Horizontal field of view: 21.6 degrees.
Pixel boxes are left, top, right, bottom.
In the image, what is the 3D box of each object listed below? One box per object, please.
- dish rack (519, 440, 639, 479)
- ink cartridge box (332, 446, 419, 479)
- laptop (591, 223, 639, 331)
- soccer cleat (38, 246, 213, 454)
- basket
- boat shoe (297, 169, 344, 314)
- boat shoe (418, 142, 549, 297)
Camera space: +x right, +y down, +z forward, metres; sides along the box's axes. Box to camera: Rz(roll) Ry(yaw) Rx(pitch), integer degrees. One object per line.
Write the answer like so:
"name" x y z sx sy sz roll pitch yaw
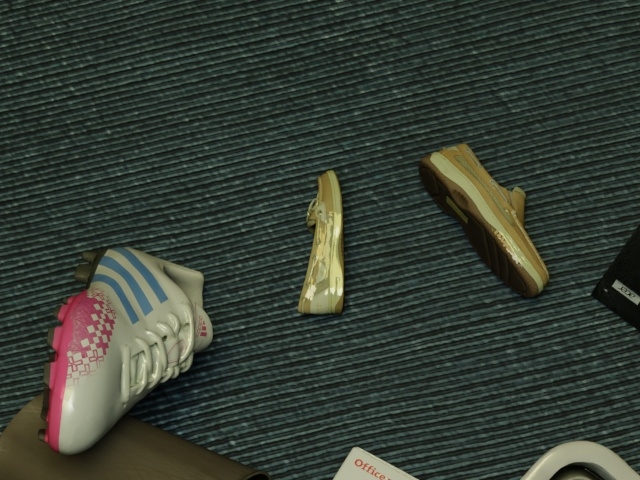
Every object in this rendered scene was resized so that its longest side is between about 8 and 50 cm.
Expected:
"dish rack" 0.212 0.375 1.477 0.285 0.072 0.333 44 77 0
"ink cartridge box" 0.040 0.270 1.586 0.088 0.052 0.122 28 74 17
"laptop" 0.451 0.015 1.668 0.234 0.136 0.264 38 51 19
"soccer cleat" -0.175 0.094 1.574 0.143 0.116 0.331 8 24 -2
"basket" -0.189 0.249 1.572 0.227 0.154 0.204 29 99 23
"boat shoe" 0.000 0.001 1.706 0.048 0.056 0.153 -1 74 1
"boat shoe" 0.180 -0.029 1.693 0.072 0.068 0.190 -28 66 -18
